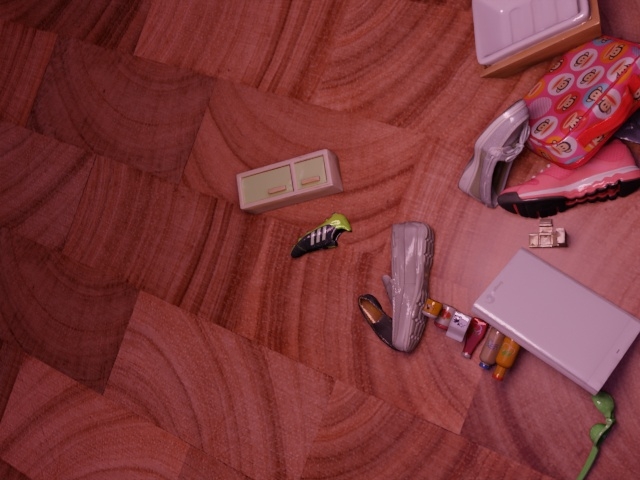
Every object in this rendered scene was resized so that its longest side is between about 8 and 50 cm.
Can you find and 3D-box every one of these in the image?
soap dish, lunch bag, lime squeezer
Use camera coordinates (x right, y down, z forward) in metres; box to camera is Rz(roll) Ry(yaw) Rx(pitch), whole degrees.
[{"bbox_3d":[0.494,-0.516,1.551,0.291,0.118,0.228,-19,63,42],"label":"soap dish"},{"bbox_3d":[0.577,-0.301,1.472,0.293,0.120,0.258,-47,26,8],"label":"lunch bag"},{"bbox_3d":[0.583,0.392,1.473,0.110,0.059,0.310,-5,81,22],"label":"lime squeezer"}]

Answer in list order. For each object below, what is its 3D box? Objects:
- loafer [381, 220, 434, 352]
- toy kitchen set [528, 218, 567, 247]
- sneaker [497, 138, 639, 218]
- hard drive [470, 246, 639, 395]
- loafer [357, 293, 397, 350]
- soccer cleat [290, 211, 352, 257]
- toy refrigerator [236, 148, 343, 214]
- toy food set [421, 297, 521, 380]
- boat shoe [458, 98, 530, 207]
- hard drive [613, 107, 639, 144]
[{"bbox_3d":[0.204,0.110,1.649,0.112,0.112,0.319,2,76,28],"label":"loafer"},{"bbox_3d":[0.517,-0.022,1.549,0.083,0.075,0.068,-2,81,23],"label":"toy kitchen set"},{"bbox_3d":[0.556,-0.144,1.546,0.314,0.116,0.136,-13,66,13],"label":"sneaker"},{"bbox_3d":[0.518,0.169,1.491,0.308,0.040,0.203,36,65,22],"label":"hard drive"},{"bbox_3d":[0.147,0.204,1.678,0.062,0.061,0.170,-46,69,10],"label":"loafer"},{"bbox_3d":[0.000,0.000,1.772,0.179,0.060,0.072,-37,72,11],"label":"soccer cleat"},{"bbox_3d":[-0.085,-0.155,1.810,0.270,0.094,0.102,-13,77,20],"label":"toy refrigerator"},{"bbox_3d":[0.336,0.226,1.567,0.232,0.111,0.104,23,93,16],"label":"toy food set"},{"bbox_3d":[0.401,-0.188,1.514,0.103,0.320,0.118,43,62,16],"label":"boat shoe"},{"bbox_3d":[0.791,-0.271,1.480,0.255,0.054,0.171,15,88,23],"label":"hard drive"}]
